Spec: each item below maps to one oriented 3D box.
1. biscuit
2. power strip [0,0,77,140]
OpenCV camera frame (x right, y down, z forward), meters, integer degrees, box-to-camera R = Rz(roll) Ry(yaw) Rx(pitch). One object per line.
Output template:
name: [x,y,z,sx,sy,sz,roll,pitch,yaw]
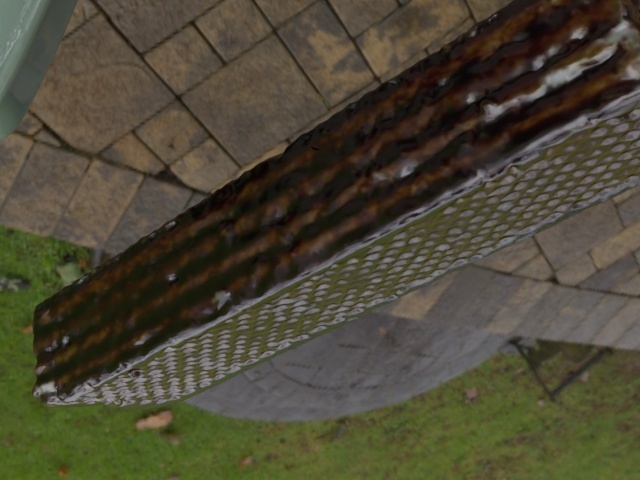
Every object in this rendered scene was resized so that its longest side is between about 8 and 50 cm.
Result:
biscuit: [0.000,0.000,0.432,0.388,0.073,0.107,-29,156,28]
power strip: [-0.254,-0.176,0.418,0.265,0.193,0.059,19,167,1]
